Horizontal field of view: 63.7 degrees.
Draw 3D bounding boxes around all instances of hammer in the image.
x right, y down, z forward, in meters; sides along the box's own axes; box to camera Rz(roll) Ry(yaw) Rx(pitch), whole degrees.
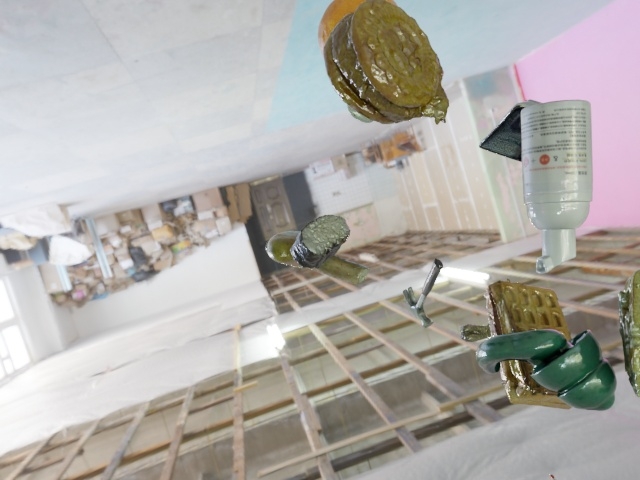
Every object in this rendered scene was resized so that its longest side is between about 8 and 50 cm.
[{"bbox_3d":[0.243,0.109,1.195,0.029,0.103,0.246,-25,149,-18],"label":"hammer"}]

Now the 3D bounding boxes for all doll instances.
[{"bbox_3d":[0.664,0.348,1.927,0.285,0.203,0.091,-27,165,-29],"label":"doll"}]

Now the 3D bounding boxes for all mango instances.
[{"bbox_3d":[-0.067,0.025,1.367,0.136,0.099,0.227,16,-174,23],"label":"mango"}]

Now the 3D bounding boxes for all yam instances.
[{"bbox_3d":[-0.015,0.057,1.497,0.317,0.067,0.071,18,169,21],"label":"yam"}]

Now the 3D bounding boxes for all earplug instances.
[{"bbox_3d":[0.509,0.289,1.163,0.164,0.280,0.257,-4,132,-56],"label":"earplug"}]

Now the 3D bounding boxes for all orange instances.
[{"bbox_3d":[0.115,-0.564,1.426,0.246,0.246,0.246,-17,-177,1],"label":"orange"}]

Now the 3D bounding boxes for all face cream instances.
[{"bbox_3d":[0.528,-0.113,1.152,0.145,0.370,0.145,-2,-177,0],"label":"face cream"}]

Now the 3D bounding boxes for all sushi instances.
[{"bbox_3d":[0.000,0.000,1.147,0.150,0.090,0.078,-40,168,-43],"label":"sushi"}]

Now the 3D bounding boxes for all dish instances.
[{"bbox_3d":[0.600,-0.332,1.509,0.181,0.080,0.243,18,161,-4],"label":"dish"}]

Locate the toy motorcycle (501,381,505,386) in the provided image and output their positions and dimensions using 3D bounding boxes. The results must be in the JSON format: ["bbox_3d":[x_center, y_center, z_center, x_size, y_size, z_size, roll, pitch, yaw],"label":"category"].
[{"bbox_3d":[0.728,0.530,1.841,0.074,0.106,0.190,-55,179,-21],"label":"toy motorcycle"}]

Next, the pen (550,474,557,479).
[{"bbox_3d":[0.494,0.542,0.985,0.026,0.026,0.218,-17,-152,3],"label":"pen"}]

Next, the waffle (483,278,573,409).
[{"bbox_3d":[0.569,0.272,1.375,0.224,0.328,0.098,11,143,-20],"label":"waffle"}]

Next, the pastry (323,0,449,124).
[{"bbox_3d":[0.122,-0.336,0.992,0.235,0.240,0.132,14,156,-35],"label":"pastry"}]

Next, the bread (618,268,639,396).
[{"bbox_3d":[0.677,0.189,1.047,0.124,0.257,0.186,-3,158,19],"label":"bread"}]

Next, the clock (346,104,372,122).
[{"bbox_3d":[0.206,-0.528,1.823,0.146,0.200,0.243,12,149,-37],"label":"clock"}]
